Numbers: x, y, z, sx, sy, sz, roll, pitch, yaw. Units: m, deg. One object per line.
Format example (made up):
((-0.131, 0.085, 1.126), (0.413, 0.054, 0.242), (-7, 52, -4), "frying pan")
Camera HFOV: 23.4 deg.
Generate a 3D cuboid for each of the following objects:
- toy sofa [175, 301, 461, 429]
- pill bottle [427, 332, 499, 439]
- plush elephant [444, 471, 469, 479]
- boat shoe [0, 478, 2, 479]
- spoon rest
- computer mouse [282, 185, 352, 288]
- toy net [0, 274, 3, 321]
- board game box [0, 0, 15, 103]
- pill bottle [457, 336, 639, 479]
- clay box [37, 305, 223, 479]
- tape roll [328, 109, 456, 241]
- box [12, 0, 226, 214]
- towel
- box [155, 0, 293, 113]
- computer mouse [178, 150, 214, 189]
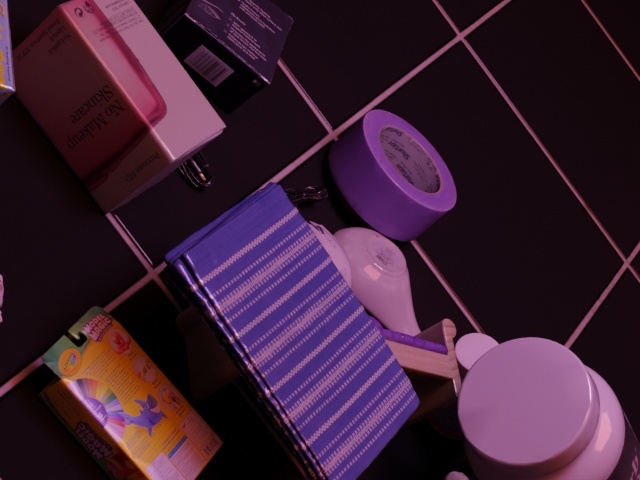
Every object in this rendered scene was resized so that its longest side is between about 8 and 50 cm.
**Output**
((0.003, 0.122, 1.974), (0.362, 0.150, 0.177), (17, 53, -39), "toy sofa")
((0.199, 0.197, 2.112), (0.087, 0.160, 0.087), (5, 52, -6), "pill bottle")
((0.178, 0.412, 1.887), (0.255, 0.330, 0.272), (44, 22, 22), "plush elephant")
((-0.301, 0.345, 1.525), (0.096, 0.088, 0.267), (-10, 71, -51), "boat shoe")
((0.116, 0.088, 2.199), (0.276, 0.084, 0.137), (44, 35, 6), "spoon rest")
((0.000, 0.000, 2.131), (0.106, 0.042, 0.193), (4, 53, -47), "computer mouse")
((-0.411, -0.010, 1.666), (0.232, 0.045, 0.122), (50, 7, 0), "toy net")
((-0.493, -0.221, 1.691), (0.275, 0.144, 0.142), (14, 54, -40), "board game box")
((0.308, 0.277, 2.035), (0.363, 0.210, 0.210), (52, 26, -55), "pill bottle")
((-0.223, 0.192, 1.754), (0.222, 0.053, 0.127), (49, 38, -6), "clay box")
((0.107, -0.096, 2.282), (0.189, 0.080, 0.189), (33, 33, -25), "tape roll")
((-0.258, -0.176, 1.911), (0.232, 0.148, 0.127), (54, 37, -2), "box")
((-0.027, 0.111, 1.808), (0.336, 0.040, 0.243), (57, 38, -5), "towel")
((-0.138, -0.291, 2.173), (0.156, 0.093, 0.158), (39, 41, -21), "box")
((-0.218, -0.167, 2.037), (0.242, 0.041, 0.071), (48, 37, -11), "computer mouse")
